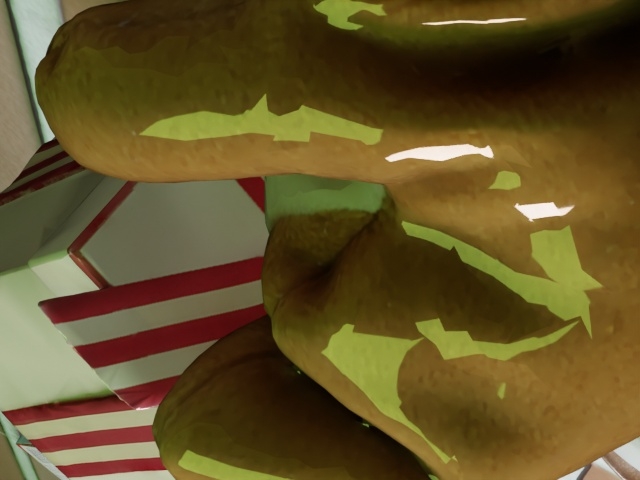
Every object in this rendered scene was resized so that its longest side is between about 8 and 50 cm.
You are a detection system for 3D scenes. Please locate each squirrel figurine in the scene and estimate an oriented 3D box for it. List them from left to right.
[{"bbox_3d":[0.097,-0.102,0.541,0.397,0.281,0.370,10,141,17],"label":"squirrel figurine"}]

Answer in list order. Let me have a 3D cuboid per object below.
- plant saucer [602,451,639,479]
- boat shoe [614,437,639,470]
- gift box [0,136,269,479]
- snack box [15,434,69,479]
[{"bbox_3d":[0.264,0.143,1.044,0.198,0.036,0.198,28,157,13],"label":"plant saucer"},{"bbox_3d":[0.282,0.092,0.853,0.302,0.109,0.094,15,138,18],"label":"boat shoe"},{"bbox_3d":[-0.054,0.015,0.882,0.276,0.255,0.258,45,149,-22],"label":"gift box"},{"bbox_3d":[-0.132,0.169,1.456,0.207,0.174,0.070,43,157,-22],"label":"snack box"}]
